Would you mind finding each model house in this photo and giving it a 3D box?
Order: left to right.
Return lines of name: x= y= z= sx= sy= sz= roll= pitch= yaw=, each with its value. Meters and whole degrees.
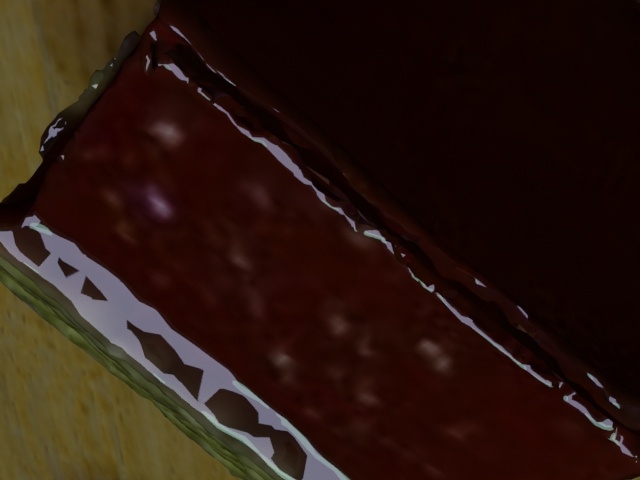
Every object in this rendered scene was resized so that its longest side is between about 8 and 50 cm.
model house: x=0.000 y=0.000 z=0.589 sx=0.196 sy=0.160 sz=0.254 roll=39 pitch=139 yaw=-8
